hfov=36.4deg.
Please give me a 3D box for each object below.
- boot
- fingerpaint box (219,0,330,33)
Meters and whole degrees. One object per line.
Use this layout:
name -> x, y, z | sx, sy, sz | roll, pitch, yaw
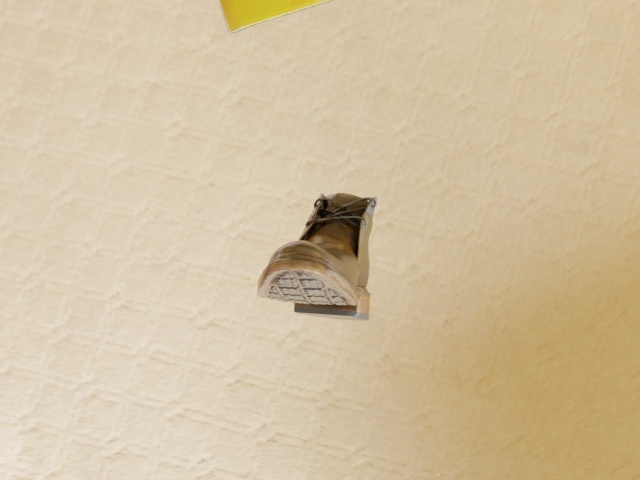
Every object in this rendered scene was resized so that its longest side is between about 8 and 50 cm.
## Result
boot -> 0.000, 0.000, 0.762 | 0.082, 0.219, 0.106 | 4, 80, 9
fingerpaint box -> 0.040, -0.443, 0.787 | 0.371, 0.163, 0.445 | -15, 106, 13
